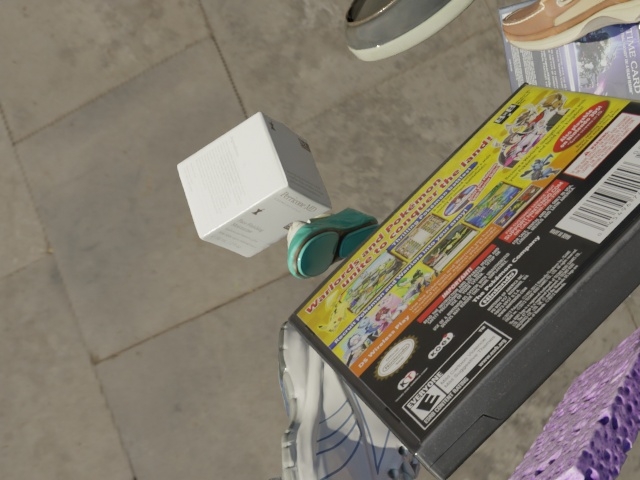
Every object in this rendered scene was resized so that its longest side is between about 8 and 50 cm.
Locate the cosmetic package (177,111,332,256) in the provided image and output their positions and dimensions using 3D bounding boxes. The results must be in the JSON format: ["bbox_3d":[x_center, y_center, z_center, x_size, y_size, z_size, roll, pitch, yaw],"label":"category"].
[{"bbox_3d":[-0.110,-0.090,1.594,0.183,0.151,0.151,-30,64,21],"label":"cosmetic package"}]

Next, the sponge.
[{"bbox_3d":[0.197,0.137,0.698,0.031,0.210,0.117,43,134,7],"label":"sponge"}]

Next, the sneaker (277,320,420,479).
[{"bbox_3d":[0.033,0.167,0.764,0.129,0.111,0.297,-7,40,1],"label":"sneaker"}]

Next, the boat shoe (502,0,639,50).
[{"bbox_3d":[0.375,-0.354,1.314,0.324,0.123,0.116,-8,118,54],"label":"boat shoe"}]

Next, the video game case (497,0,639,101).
[{"bbox_3d":[0.404,-0.299,1.512,0.274,0.026,0.196,0,104,54],"label":"video game case"}]

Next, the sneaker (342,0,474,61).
[{"bbox_3d":[0.070,-0.221,0.578,0.222,0.118,0.083,-46,31,11],"label":"sneaker"}]

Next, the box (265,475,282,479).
[{"bbox_3d":[-0.093,0.519,1.544,0.067,0.063,0.324,49,130,41],"label":"box"}]

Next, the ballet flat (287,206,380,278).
[{"bbox_3d":[0.000,0.000,1.455,0.087,0.247,0.083,25,113,27],"label":"ballet flat"}]

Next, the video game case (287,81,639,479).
[{"bbox_3d":[0.118,0.005,0.651,0.275,0.248,0.035,-45,113,-4],"label":"video game case"}]
